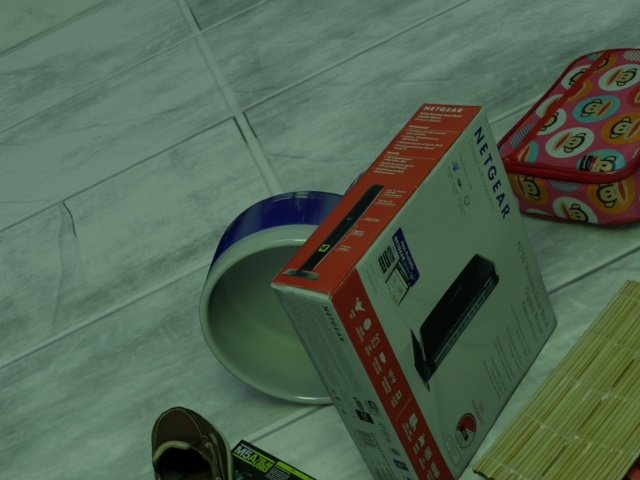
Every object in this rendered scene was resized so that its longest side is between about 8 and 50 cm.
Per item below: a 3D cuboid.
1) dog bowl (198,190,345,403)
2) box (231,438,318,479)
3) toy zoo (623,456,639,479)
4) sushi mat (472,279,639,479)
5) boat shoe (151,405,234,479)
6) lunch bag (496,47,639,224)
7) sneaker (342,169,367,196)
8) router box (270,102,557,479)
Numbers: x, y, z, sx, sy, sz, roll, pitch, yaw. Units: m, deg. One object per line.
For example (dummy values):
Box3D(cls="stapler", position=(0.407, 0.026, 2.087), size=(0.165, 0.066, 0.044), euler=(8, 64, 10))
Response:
Box3D(cls="dog bowl", position=(-0.009, 0.073, 1.368), size=(0.265, 0.265, 0.104), euler=(-12, 35, 18))
Box3D(cls="box", position=(-0.084, 0.332, 1.276), size=(0.191, 0.045, 0.184), euler=(17, 51, 44))
Box3D(cls="toy zoo", position=(0.393, 0.194, 1.171), size=(0.192, 0.030, 0.293), euler=(-30, 35, -6))
Box3D(cls="sushi mat", position=(0.312, 0.165, 1.213), size=(0.151, 0.019, 0.316), euler=(20, 56, 44))
Box3D(cls="boat shoe", position=(-0.150, 0.259, 1.292), size=(0.095, 0.095, 0.257), euler=(-31, 33, -6))
Box3D(cls="lunch bag", position=(0.383, -0.149, 1.547), size=(0.258, 0.120, 0.293), euler=(12, 48, 45))
Box3D(cls="sneaker", position=(-0.001, -0.001, 1.600), size=(0.161, 0.102, 0.282), euler=(-2, 42, 34))
Box3D(cls="router box", position=(0.119, 0.070, 1.231), size=(0.082, 0.335, 0.301), euler=(10, 49, 41))
